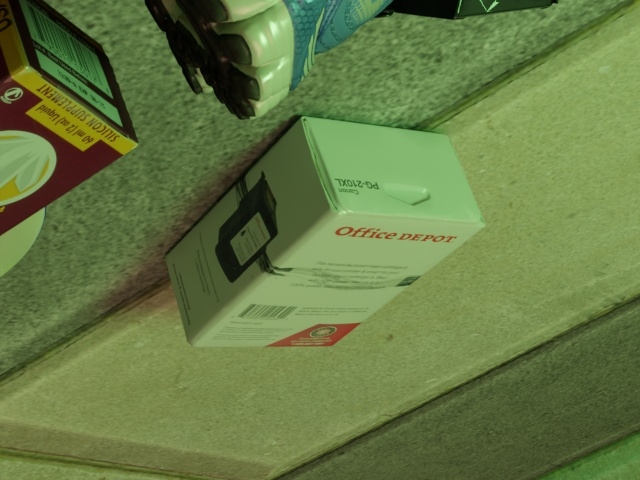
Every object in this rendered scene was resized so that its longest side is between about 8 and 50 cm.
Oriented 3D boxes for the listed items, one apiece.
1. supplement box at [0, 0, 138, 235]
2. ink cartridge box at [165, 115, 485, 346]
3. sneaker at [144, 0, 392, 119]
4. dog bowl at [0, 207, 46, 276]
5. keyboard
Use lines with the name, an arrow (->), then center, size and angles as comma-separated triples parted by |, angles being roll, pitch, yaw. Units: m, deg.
supplement box -> -0.210, -0.051, 0.737 | 0.188, 0.080, 0.104 | -32, 149, 13
ink cartridge box -> 0.000, 0.000, 1.199 | 0.172, 0.100, 0.237 | 3, 148, -39
sneaker -> -0.023, -0.153, 0.690 | 0.147, 0.330, 0.129 | -31, 113, -6
dog bowl -> -0.319, -0.041, 0.891 | 0.265, 0.104, 0.265 | -16, 155, -8
keyboard -> 0.062, -0.162, 0.881 | 0.108, 0.023, 0.180 | -11, -164, -23
